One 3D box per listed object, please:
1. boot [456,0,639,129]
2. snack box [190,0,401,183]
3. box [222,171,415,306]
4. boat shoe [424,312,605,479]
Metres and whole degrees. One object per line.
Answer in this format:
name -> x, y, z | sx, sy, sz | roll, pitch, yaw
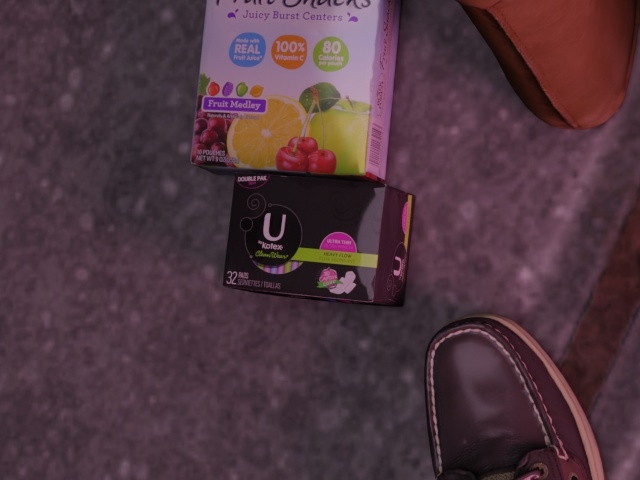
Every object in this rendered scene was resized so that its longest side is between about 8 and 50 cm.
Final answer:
boot -> 0.085, -0.189, 0.816 | 0.089, 0.269, 0.236 | 6, 85, 22
snack box -> -0.011, -0.104, 0.964 | 0.100, 0.037, 0.141 | 5, 86, 19
box -> 0.000, 0.000, 0.942 | 0.083, 0.052, 0.062 | 5, 87, 21
boat shoe -> 0.098, 0.141, 0.881 | 0.080, 0.073, 0.223 | -18, 79, 17
